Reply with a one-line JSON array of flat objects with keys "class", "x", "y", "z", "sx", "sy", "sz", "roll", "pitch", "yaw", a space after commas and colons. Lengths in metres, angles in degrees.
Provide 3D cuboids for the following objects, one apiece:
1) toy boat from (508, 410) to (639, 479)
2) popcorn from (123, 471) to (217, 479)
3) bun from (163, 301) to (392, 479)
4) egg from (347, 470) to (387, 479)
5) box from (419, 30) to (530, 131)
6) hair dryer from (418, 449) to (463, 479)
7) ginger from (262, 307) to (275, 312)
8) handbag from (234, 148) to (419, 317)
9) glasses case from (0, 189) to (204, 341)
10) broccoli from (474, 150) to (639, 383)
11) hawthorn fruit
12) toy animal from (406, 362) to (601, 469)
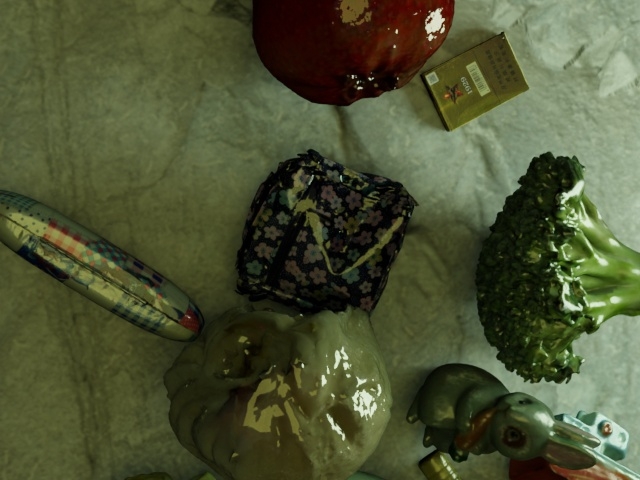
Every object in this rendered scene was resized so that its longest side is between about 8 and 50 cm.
[{"class": "toy boat", "x": 0.433, "y": 0.350, "z": 1.815, "sx": 0.332, "sy": 0.145, "sz": 0.133, "roll": 33, "pitch": 60, "yaw": -12}, {"class": "popcorn", "x": -0.205, "y": 0.391, "z": 1.661, "sx": 0.188, "sy": 0.185, "sz": 0.167, "roll": 23, "pitch": 117, "yaw": -22}, {"class": "bun", "x": -0.060, "y": 0.191, "z": 1.589, "sx": 0.282, "sy": 0.205, "sz": 0.281, "roll": -10, "pitch": 64, "yaw": 21}, {"class": "egg", "x": 0.022, "y": 0.404, "z": 1.693, "sx": 0.283, "sy": 0.203, "sz": 0.202, "roll": 6, "pitch": 93, "yaw": -26}, {"class": "box", "x": 0.215, "y": -0.220, "z": 1.783, "sx": 0.133, "sy": 0.023, "sz": 0.090, "roll": -29, "pitch": 97, "yaw": -8}, {"class": "hair dryer", "x": 0.231, "y": 0.415, "z": 1.796, "sx": 0.090, "sy": 0.135, "sz": 0.278, "roll": -35, "pitch": 83, "yaw": -7}, {"class": "ginger", "x": -0.100, "y": 0.129, "z": 1.743, "sx": 0.048, "sy": 0.030, "sz": 0.097, "roll": 30, "pitch": 91, "yaw": -39}, {"class": "handbag", "x": 0.000, "y": 0.000, "z": 1.702, "sx": 0.208, "sy": 0.127, "sz": 0.228, "roll": 23, "pitch": 105, "yaw": -2}, {"class": "glasses case", "x": -0.293, "y": 0.033, "z": 1.649, "sx": 0.327, "sy": 0.125, "sz": 0.076, "roll": 32, "pitch": 87, "yaw": -12}, {"class": "broccoli", "x": 0.332, "y": 0.041, "z": 1.728, "sx": 0.246, "sy": 0.247, "sz": 0.288, "roll": 7, "pitch": 137, "yaw": -18}, {"class": "hawthorn fruit", "x": 0.033, "y": -0.332, "z": 1.633, "sx": 0.265, "sy": 0.265, "sz": 0.307, "roll": -5, "pitch": 73, "yaw": -11}, {"class": "toy animal", "x": 0.247, "y": 0.239, "z": 1.714, "sx": 0.251, "sy": 0.125, "sz": 0.127, "roll": 6, "pitch": 90, "yaw": 32}]
